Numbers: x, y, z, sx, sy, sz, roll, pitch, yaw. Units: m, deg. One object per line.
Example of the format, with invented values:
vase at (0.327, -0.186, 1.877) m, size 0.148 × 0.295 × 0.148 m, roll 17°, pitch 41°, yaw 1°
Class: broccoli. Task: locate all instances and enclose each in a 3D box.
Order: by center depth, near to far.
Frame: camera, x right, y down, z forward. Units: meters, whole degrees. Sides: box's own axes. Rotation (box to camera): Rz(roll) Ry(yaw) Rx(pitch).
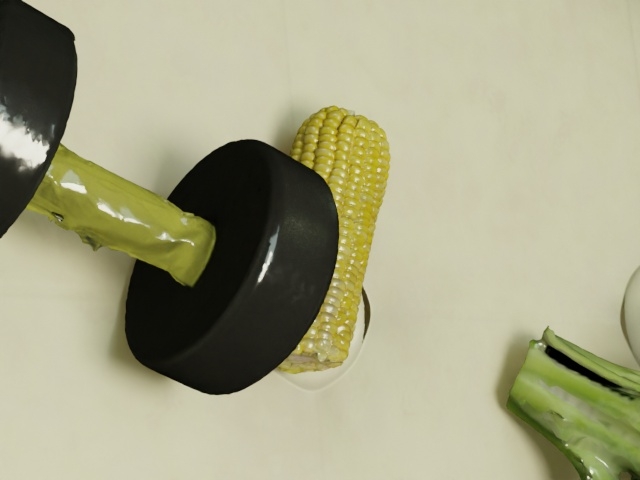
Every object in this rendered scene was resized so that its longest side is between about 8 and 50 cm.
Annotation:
broccoli at (0.333, 0.224, 1.566) m, size 0.375 × 0.302 × 0.249 m, roll -57°, pitch 139°, yaw -5°

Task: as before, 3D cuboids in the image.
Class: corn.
corn at (0.000, 0.000, 1.427) m, size 0.093 × 0.093 × 0.244 m, roll 28°, pitch 62°, yaw -30°

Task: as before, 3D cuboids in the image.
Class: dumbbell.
dumbbell at (-0.164, -0.029, 1.230) m, size 0.322 × 0.204 × 0.203 m, roll 29°, pitch 61°, yaw -30°
